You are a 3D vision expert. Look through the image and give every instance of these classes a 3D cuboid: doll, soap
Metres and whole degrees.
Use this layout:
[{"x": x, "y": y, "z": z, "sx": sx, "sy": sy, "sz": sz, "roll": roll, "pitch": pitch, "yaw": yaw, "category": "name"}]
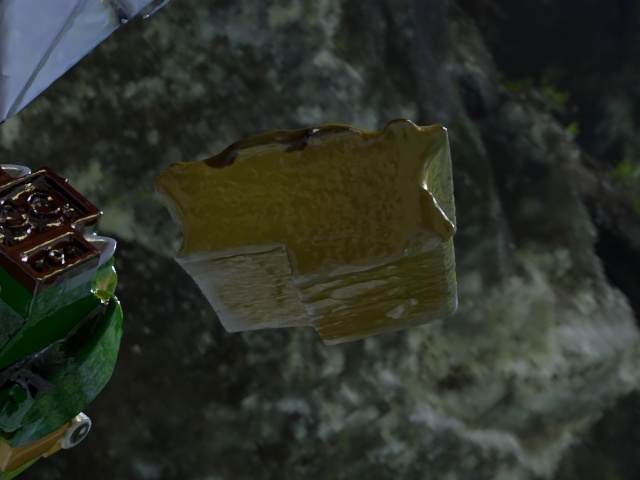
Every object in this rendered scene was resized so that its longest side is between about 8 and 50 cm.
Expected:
[{"x": -0.151, "y": 0.048, "z": 0.765, "sx": 0.134, "sy": 0.106, "sz": 0.186, "roll": -46, "pitch": -22, "yaw": -21, "category": "doll"}, {"x": 0.000, "y": 0.000, "z": 1.541, "sx": 0.259, "sy": 0.143, "sz": 0.281, "roll": -7, "pitch": -16, "yaw": 6, "category": "soap"}]

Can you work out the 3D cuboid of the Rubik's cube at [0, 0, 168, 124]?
[{"x": -0.207, "y": -0.240, "z": 0.966, "sx": 0.231, "sy": 0.224, "sz": 0.221, "roll": -48, "pitch": -23, "yaw": -42, "category": "Rubik's cube"}]
